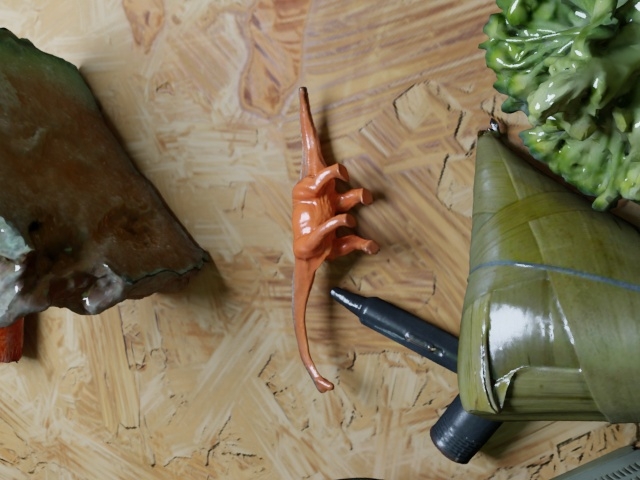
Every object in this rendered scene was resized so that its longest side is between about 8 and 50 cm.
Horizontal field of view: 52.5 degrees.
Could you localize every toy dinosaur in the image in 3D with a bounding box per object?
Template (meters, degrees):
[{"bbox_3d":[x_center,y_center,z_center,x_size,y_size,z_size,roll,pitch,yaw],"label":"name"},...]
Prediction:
[{"bbox_3d":[0.005,0.000,0.595,0.101,0.055,0.279,-12,79,46],"label":"toy dinosaur"}]

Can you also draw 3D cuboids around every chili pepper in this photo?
[{"bbox_3d":[-0.388,0.049,0.749,0.086,0.084,0.192,1,103,-12],"label":"chili pepper"}]

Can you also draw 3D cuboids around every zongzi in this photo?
[{"bbox_3d":[0.217,0.009,0.469,0.228,0.115,0.256,-5,59,25],"label":"zongzi"}]

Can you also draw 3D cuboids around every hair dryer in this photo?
[{"bbox_3d":[0.106,0.074,0.584,0.195,0.050,0.173,39,107,15],"label":"hair dryer"}]

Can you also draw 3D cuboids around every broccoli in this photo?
[{"bbox_3d":[0.258,-0.125,0.377,0.288,0.245,0.247,-29,71,6],"label":"broccoli"}]

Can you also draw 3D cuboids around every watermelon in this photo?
[{"bbox_3d":[-0.289,-0.034,0.604,0.151,0.264,0.302,-36,88,23],"label":"watermelon"}]

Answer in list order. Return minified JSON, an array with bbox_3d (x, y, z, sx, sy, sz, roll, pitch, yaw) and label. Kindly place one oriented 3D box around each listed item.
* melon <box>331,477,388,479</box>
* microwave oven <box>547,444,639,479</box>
[{"bbox_3d":[0.011,0.350,0.554,0.238,0.237,0.301,33,114,14],"label":"melon"},{"bbox_3d":[0.259,0.304,0.467,0.145,0.194,0.240,-22,89,-5],"label":"microwave oven"}]
